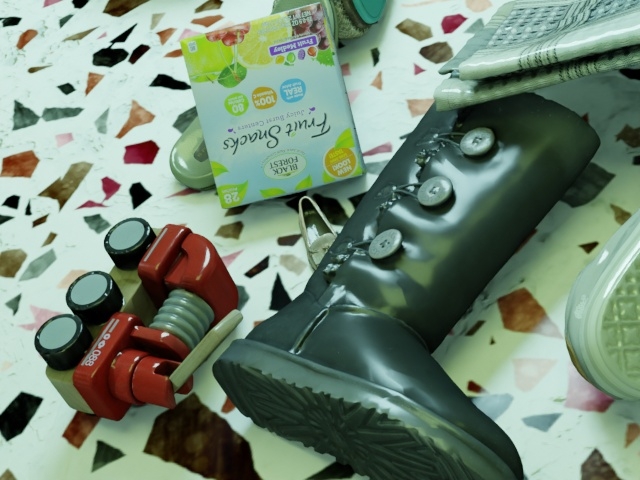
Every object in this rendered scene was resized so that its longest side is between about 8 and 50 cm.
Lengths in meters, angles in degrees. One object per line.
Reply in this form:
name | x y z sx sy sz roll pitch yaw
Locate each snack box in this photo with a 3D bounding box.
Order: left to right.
snack box | -0.054 -0.156 1.653 0.174 0.207 0.070 -14 4 8

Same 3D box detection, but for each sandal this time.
sandal | -0.083 -0.196 1.729 0.120 0.086 0.303 28 78 36

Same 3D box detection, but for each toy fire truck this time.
toy fire truck | -0.153 0.084 1.483 0.246 0.158 0.217 10 53 31

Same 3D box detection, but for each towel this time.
towel | 0.300 -0.250 1.546 0.324 0.056 0.312 -12 23 31

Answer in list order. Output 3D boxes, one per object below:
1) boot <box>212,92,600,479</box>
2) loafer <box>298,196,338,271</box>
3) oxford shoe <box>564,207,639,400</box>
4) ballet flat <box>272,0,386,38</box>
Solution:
boot | 0.155 0.041 1.435 0.367 0.146 0.445 22 56 37
loafer | 0.000 0.000 1.595 0.045 0.039 0.125 -24 45 -3
oxford shoe | 0.388 -0.011 1.402 0.169 0.130 0.449 45 67 0
ballet flat | 0.052 -0.465 1.930 0.182 0.164 0.483 1 53 33
